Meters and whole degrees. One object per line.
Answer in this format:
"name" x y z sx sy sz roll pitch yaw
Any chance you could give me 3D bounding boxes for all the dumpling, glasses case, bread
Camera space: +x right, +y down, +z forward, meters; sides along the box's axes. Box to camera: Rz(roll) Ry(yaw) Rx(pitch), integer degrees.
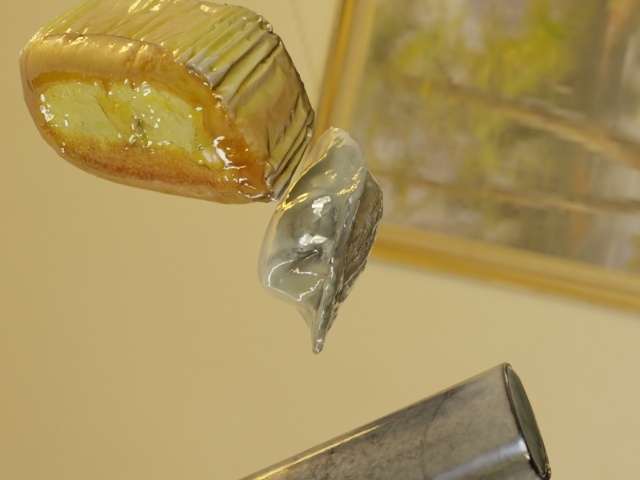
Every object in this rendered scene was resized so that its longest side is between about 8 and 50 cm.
"dumpling" 0.001 -0.001 1.528 0.176 0.092 0.150 -61 2 -1
"glasses case" 0.021 0.191 1.374 0.060 0.299 0.114 54 -163 -40
"bread" -0.130 -0.119 1.524 0.119 0.288 0.152 -45 -54 -26
